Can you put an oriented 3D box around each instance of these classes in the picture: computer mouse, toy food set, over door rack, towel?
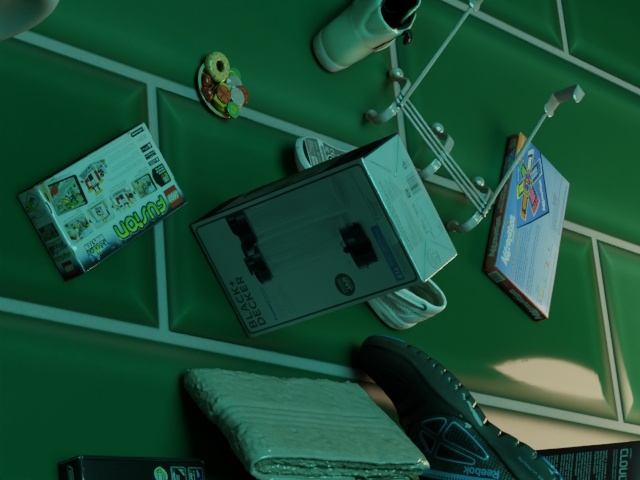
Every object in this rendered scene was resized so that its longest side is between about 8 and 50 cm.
[{"bbox_3d":[0.023,-0.094,2.178,0.193,0.042,0.106,17,50,-44],"label":"computer mouse"},{"bbox_3d":[-0.127,-0.199,2.066,0.082,0.020,0.083,43,45,-29],"label":"toy food set"},{"bbox_3d":[0.226,-0.201,2.393,0.324,0.108,0.239,-49,113,-26],"label":"over door rack"},{"bbox_3d":[-0.016,0.224,1.892,0.282,0.049,0.187,11,22,-39],"label":"towel"}]

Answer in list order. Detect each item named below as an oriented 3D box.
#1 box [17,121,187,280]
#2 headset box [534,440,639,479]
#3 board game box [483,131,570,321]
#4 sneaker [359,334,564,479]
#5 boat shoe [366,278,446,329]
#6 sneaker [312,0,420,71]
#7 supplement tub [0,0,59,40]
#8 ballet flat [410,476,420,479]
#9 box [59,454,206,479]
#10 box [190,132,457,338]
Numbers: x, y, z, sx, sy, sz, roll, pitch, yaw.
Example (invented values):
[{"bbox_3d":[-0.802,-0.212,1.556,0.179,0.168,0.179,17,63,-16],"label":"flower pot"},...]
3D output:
[{"bbox_3d":[-0.249,-0.048,1.841,0.207,0.036,0.114,-38,103,-50],"label":"box"},{"bbox_3d":[0.357,0.372,2.128,0.218,0.293,0.110,50,40,-43],"label":"headset box"},{"bbox_3d":[0.330,-0.024,2.522,0.145,0.027,0.281,43,45,-31],"label":"board game box"},{"bbox_3d":[0.156,0.256,2.050,0.341,0.140,0.125,42,-4,25],"label":"sneaker"},{"bbox_3d":[0.070,0.010,2.143,0.277,0.096,0.098,43,46,-29],"label":"boat shoe"},{"bbox_3d":[0.107,-0.333,2.300,0.094,0.151,0.256,57,39,-13],"label":"sneaker"},{"bbox_3d":[-0.411,-0.382,1.637,0.241,0.241,0.331,-1,75,-50],"label":"supplement tub"},{"bbox_3d":[0.021,0.330,1.909,0.124,0.116,0.342,34,23,27],"label":"ballet flat"},{"bbox_3d":[-0.194,0.331,1.728,0.184,0.045,0.191,13,63,-49],"label":"box"},{"bbox_3d":[0.000,0.000,1.912,0.087,0.290,0.169,-37,105,-49],"label":"box"}]
